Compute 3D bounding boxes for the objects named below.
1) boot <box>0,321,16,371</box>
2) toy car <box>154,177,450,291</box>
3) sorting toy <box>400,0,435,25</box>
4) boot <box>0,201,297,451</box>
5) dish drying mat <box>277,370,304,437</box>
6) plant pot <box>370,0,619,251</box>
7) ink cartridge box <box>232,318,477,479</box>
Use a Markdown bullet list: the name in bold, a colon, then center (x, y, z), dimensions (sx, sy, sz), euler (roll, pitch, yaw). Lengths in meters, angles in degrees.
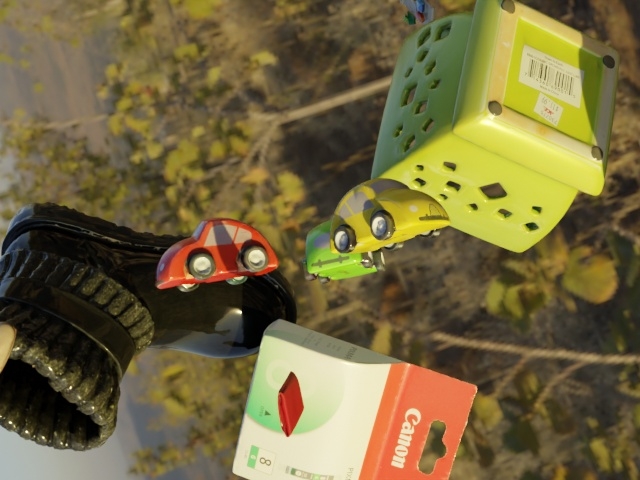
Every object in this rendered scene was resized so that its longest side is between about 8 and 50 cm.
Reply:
- **boot**: center (-0.325, 0.114, 1.029), dimensions (0.042, 0.118, 0.087), euler (43, -172, 21)
- **toy car**: center (0.000, 0.000, 0.998), dimensions (0.225, 0.239, 0.053), euler (21, -123, -74)
- **sorting toy**: center (0.128, -0.308, 1.608), dimensions (0.062, 0.012, 0.083), euler (46, 166, 18)
- **boot**: center (-0.190, 0.105, 1.229), dimensions (0.260, 0.348, 0.131), euler (-95, 22, -57)
- **dish drying mat**: center (-0.022, 0.114, 0.838), dimensions (0.083, 0.008, 0.032), euler (-37, -62, -83)
- **plant pot**: center (0.217, -0.148, 1.400), dimensions (0.207, 0.228, 0.227), euler (-36, 36, 60)
- **ink cartridge box**: center (0.031, 0.200, 1.257), dimensions (0.056, 0.225, 0.181), euler (-47, -26, -62)
